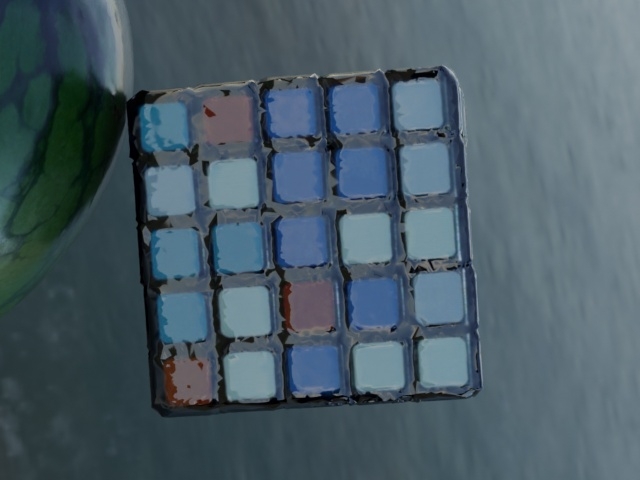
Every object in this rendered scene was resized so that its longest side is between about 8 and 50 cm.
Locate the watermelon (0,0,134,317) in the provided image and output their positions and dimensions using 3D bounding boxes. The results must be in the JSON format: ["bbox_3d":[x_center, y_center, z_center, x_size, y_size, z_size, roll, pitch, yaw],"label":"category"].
[{"bbox_3d":[-0.281,-0.091,0.875,0.363,0.363,0.363,39,45,-54],"label":"watermelon"}]

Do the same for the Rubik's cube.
[{"bbox_3d":[0.000,0.000,0.903,0.187,0.184,0.182,-13,99,-83],"label":"Rubik's cube"}]
